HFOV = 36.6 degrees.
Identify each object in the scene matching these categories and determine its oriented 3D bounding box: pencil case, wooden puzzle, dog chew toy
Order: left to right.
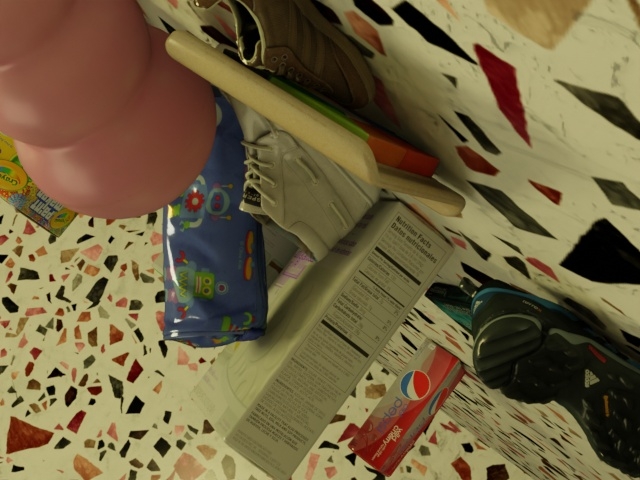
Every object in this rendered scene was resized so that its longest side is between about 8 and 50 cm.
[{"bbox_3d":[-0.237,-0.163,0.917,0.206,0.206,0.332,32,167,36],"label":"dog chew toy"},{"bbox_3d":[-0.117,-0.027,1.130,0.133,0.306,0.119,-1,177,31],"label":"pencil case"},{"bbox_3d":[0.007,-0.102,0.836,0.221,0.044,0.239,34,-172,25],"label":"wooden puzzle"}]

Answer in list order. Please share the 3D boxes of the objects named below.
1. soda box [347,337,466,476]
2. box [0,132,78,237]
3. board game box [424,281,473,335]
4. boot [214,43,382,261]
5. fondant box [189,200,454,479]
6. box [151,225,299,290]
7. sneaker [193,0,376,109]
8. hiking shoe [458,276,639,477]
[{"bbox_3d":[0.170,0.325,1.876,0.083,0.263,0.092,33,171,27],"label":"soda box"},{"bbox_3d":[-0.387,-0.211,1.264,0.290,0.279,0.177,37,172,9],"label":"box"},{"bbox_3d":[0.223,0.110,1.285,0.126,0.026,0.186,40,172,-13],"label":"board game box"},{"bbox_3d":[-0.049,-0.084,1.040,0.258,0.123,0.095,42,171,-28],"label":"boot"},{"bbox_3d":[-0.009,0.105,1.178,0.096,0.330,0.238,40,172,-15],"label":"fondant box"},{"bbox_3d":[-0.057,0.035,1.363,0.262,0.231,0.127,41,171,-23],"label":"box"},{"bbox_3d":[-0.029,-0.153,0.752,0.066,0.071,0.188,29,167,49],"label":"sneaker"},{"bbox_3d":[0.281,0.135,1.002,0.304,0.113,0.132,34,-156,-20],"label":"hiking shoe"}]
